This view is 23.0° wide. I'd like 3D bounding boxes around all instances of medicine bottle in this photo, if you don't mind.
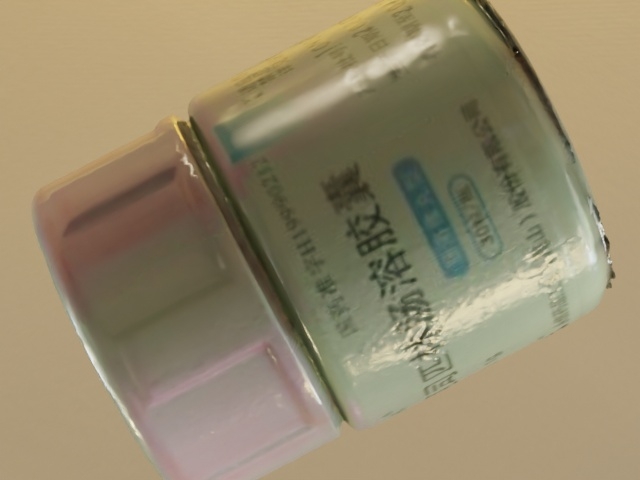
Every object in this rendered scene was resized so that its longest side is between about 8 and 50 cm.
[{"bbox_3d":[0.000,0.000,0.548,0.168,0.135,0.135,-27,-85,-1],"label":"medicine bottle"}]
